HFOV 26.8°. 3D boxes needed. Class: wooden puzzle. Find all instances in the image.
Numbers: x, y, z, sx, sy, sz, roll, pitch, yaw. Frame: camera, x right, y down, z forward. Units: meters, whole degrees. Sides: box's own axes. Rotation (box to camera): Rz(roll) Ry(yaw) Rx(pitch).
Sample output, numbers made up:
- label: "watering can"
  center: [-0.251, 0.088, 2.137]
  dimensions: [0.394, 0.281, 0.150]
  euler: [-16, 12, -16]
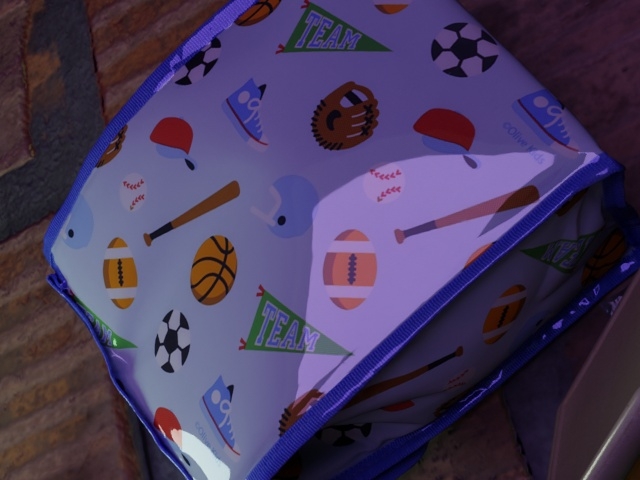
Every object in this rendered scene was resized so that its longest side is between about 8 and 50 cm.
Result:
- label: "wooden puzzle"
  center: [0.197, 0.101, 0.864]
  dimensions: [0.044, 0.238, 0.221]
  euler: [25, 126, 5]

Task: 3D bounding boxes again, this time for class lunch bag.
- label: "lunch bag"
  center: [0.000, 0.000, 1.036]
  dimensions: [0.385, 0.239, 0.328]
  euler: [-42, 60, 3]

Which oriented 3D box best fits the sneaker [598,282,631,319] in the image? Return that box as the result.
- label: "sneaker"
  center: [0.288, 0.009, 0.976]
  dimensions: [0.089, 0.051, 0.170]
  euler: [39, 97, 28]
